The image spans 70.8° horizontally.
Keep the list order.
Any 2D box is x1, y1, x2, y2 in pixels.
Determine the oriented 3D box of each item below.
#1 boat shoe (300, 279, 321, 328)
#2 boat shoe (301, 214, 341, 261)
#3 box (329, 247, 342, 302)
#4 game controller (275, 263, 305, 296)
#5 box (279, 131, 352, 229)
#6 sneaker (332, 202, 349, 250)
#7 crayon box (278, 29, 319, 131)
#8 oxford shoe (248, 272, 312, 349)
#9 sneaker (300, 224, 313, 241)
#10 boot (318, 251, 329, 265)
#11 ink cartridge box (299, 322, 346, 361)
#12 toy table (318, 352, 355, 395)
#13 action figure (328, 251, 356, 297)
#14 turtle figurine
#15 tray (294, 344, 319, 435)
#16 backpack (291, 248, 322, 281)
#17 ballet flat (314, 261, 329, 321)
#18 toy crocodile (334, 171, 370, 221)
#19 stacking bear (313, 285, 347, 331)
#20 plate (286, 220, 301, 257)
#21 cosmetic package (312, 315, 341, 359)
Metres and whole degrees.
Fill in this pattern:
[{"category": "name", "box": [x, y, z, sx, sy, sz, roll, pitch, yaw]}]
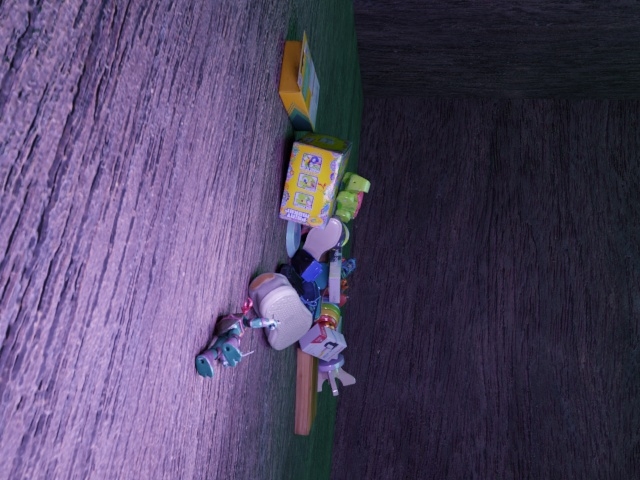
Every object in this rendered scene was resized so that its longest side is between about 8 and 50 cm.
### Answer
[{"category": "boat shoe", "box": [-0.053, 0.290, 1.978, 0.089, 0.108, 0.259, -50, 140, -67]}, {"category": "boat shoe", "box": [0.000, 0.000, 1.853, 0.324, 0.116, 0.097, -57, -177, 42]}, {"category": "box", "box": [0.075, 0.108, 2.187, 0.232, 0.058, 0.322, 88, 4, -52]}, {"category": "game controller", "box": [-0.124, 0.200, 1.710, 0.319, 0.067, 0.167, 65, 44, -69]}, {"category": "box", "box": [-0.011, -0.230, 1.669, 0.290, 0.176, 0.280, -62, 166, -68]}, {"category": "sneaker", "box": [0.038, -0.089, 1.958, 0.121, 0.111, 0.300, 37, 31, -46]}, {"category": "crayon box", "box": [-0.075, -0.558, 1.611, 0.323, 0.083, 0.203, 61, 34, -73]}, {"category": "oxford shoe", "box": [-0.129, 0.231, 1.454, 0.130, 0.169, 0.449, 48, -16, 28]}, {"category": "sneaker", "box": [-0.014, -0.040, 2.054, 0.314, 0.115, 0.136, 63, 31, -71]}, {"category": "boot", "box": [0.027, 0.020, 2.395, 0.236, 0.089, 0.270, 31, 61, -62]}, {"category": "ink cartridge box", "box": [0.012, 0.457, 2.016, 0.175, 0.127, 0.072, 32, 23, -35]}, {"category": "toy table", "box": [0.047, 0.701, 2.373, 0.274, 0.251, 0.161, -16, 95, -85]}, {"category": "action figure", "box": [0.065, 0.226, 2.646, 0.341, 0.178, 0.331, -22, 111, -49]}, {"category": "turtle figurine", "box": [-0.204, 0.235, 1.090, 0.175, 0.118, 0.234, -47, 180, 18]}, {"category": "tray", "box": [-0.060, 0.685, 2.160, 0.203, 0.076, 0.412, -28, 121, -79]}, {"category": "backpack", "box": [-0.058, 0.102, 1.808, 0.098, 0.120, 0.101, -45, 132, -2]}, {"category": "ballet flat", "box": [-0.030, 0.254, 2.170, 0.106, 0.107, 0.316, 115, -7, -57]}, {"category": "toy crocodile", "box": [0.120, -0.158, 1.741, 0.341, 0.105, 0.115, 96, 11, -67]}, {"category": "stacking bear", "box": [0.024, 0.384, 2.206, 0.164, 0.175, 0.289, -51, -161, 31]}, {"category": "plate", "box": [-0.103, -0.024, 1.808, 0.188, 0.024, 0.188, 4, 90, -79]}, {"category": "cosmetic package", "box": [0.028, 0.503, 2.369, 0.151, 0.151, 0.184, -56, 149, -72]}]
